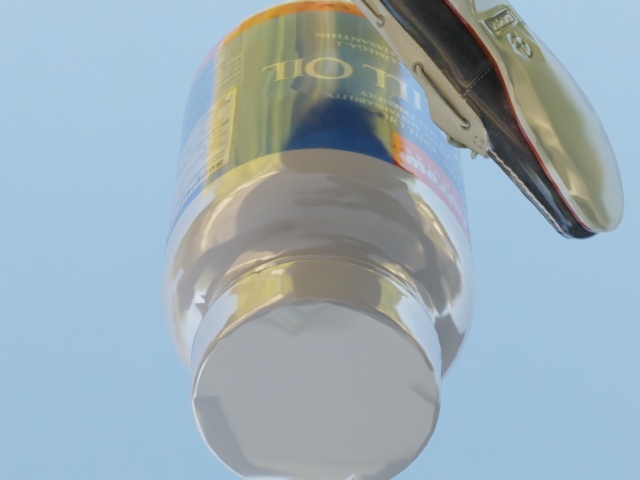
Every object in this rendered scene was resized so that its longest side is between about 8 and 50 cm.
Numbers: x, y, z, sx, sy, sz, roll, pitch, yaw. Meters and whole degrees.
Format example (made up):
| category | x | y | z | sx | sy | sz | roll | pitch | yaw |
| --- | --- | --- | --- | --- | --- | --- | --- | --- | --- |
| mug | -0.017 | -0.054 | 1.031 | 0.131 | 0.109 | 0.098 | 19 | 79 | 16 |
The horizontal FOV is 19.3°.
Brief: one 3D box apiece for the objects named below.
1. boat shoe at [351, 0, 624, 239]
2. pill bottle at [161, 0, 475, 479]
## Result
| category | x | y | z | sx | sy | sz | roll | pitch | yaw |
| --- | --- | --- | --- | --- | --- | --- | --- | --- | --- |
| boat shoe | 0.056 | -0.055 | 0.656 | 0.137 | 0.043 | 0.049 | 56 | -147 | 3 |
| pill bottle | 0.000 | 0.000 | 0.763 | 0.124 | 0.124 | 0.221 | 2 | -147 | -2 |
